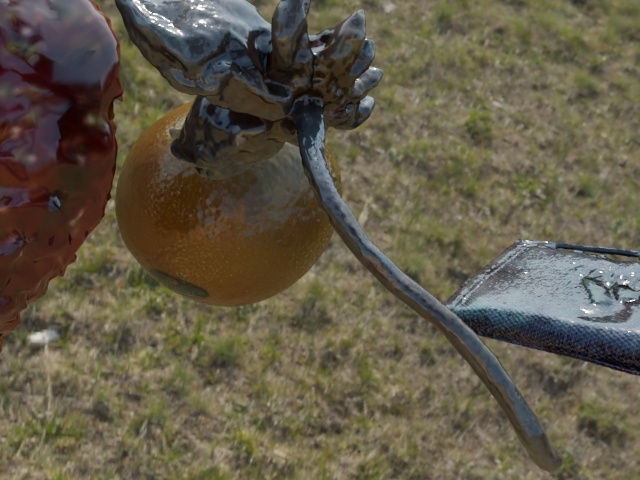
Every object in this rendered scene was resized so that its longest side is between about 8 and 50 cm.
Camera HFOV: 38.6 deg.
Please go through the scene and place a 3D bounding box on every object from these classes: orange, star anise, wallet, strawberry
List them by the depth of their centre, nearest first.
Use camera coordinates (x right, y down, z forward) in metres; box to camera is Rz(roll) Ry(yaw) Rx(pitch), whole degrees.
[{"bbox_3d":[0.000,0.000,0.437,0.219,0.148,0.227,13,51,-31],"label":"star anise"},{"bbox_3d":[0.158,0.038,0.486,0.166,0.030,0.111,9,26,35],"label":"wallet"},{"bbox_3d":[-0.291,-0.038,0.533,0.292,0.343,0.292,32,24,-16],"label":"strawberry"},{"bbox_3d":[-0.085,-0.036,0.817,0.206,0.206,0.206,11,43,-11],"label":"orange"}]
